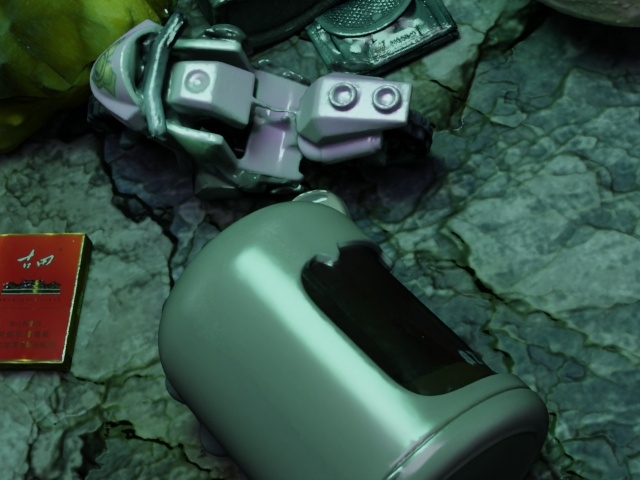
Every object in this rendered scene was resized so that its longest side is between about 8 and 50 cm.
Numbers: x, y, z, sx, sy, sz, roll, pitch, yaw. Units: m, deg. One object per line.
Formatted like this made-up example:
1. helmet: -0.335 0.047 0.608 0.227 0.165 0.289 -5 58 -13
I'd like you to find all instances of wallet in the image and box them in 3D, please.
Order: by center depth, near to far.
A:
1. wallet: 0.058 -0.205 1.443 0.129 0.026 0.088 -27 62 -2

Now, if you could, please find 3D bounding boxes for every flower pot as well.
1. flower pot: -0.021 -0.281 1.456 0.229 0.103 0.108 -26 62 -3

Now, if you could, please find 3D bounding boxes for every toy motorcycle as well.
1. toy motorcycle: -0.068 -0.118 1.336 0.327 0.188 0.143 6 73 15

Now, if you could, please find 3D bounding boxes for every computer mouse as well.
1. computer mouse: 0.001 0.002 1.347 0.066 0.039 0.096 -14 54 5

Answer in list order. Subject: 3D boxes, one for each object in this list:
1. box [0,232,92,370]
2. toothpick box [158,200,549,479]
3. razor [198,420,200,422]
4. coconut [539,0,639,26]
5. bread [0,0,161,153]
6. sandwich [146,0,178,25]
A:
1. box: -0.266 0.056 1.387 0.090 0.023 0.133 2 65 11
2. toothpick box: -0.002 0.113 1.198 0.229 0.229 0.316 -41 64 -9
3. razor: -0.055 0.184 1.270 0.155 0.028 0.044 38 54 21
4. coconut: 0.259 -0.331 1.330 0.297 0.254 0.297 11 43 -11
5. bread: -0.274 -0.188 1.402 0.233 0.160 0.088 -34 22 19
6. sandwich: -0.233 -0.268 1.497 0.185 0.160 0.109 33 111 -10
